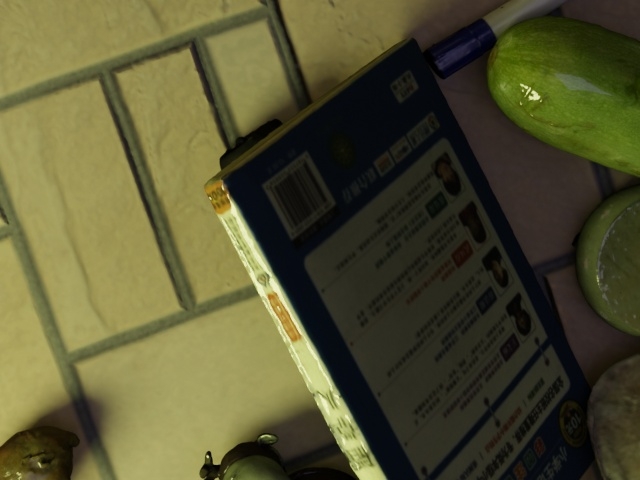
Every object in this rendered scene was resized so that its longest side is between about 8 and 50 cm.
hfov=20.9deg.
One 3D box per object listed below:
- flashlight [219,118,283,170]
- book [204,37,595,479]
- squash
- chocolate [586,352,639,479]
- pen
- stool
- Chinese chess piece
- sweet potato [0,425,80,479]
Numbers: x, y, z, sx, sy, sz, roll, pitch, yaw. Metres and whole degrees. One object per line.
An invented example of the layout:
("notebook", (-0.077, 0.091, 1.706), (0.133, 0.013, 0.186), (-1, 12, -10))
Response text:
("flashlight", (0.000, 0.000, 1.528), (0.093, 0.093, 0.232), (-39, 98, -3))
("book", (0.092, 0.071, 1.483), (0.300, 0.039, 0.428), (-40, 107, -45))
("squash", (0.319, -0.104, 1.552), (0.370, 0.118, 0.118), (20, 94, -15))
("chocolate", (0.354, 0.222, 1.521), (0.185, 0.303, 0.100), (-24, 143, 12))
("pen", (0.212, -0.226, 1.558), (0.269, 0.033, 0.033), (-33, 103, -5))
("stool", (-0.014, 0.257, 1.544), (0.125, 0.121, 0.217), (-44, 109, 0))
("Chinese chess piece", (0.306, 0.018, 1.600), (0.144, 0.058, 0.144), (-2, 99, -13))
("sweet potato", (-0.302, 0.276, 1.515), (0.075, 0.075, 0.273), (31, 94, -14))
